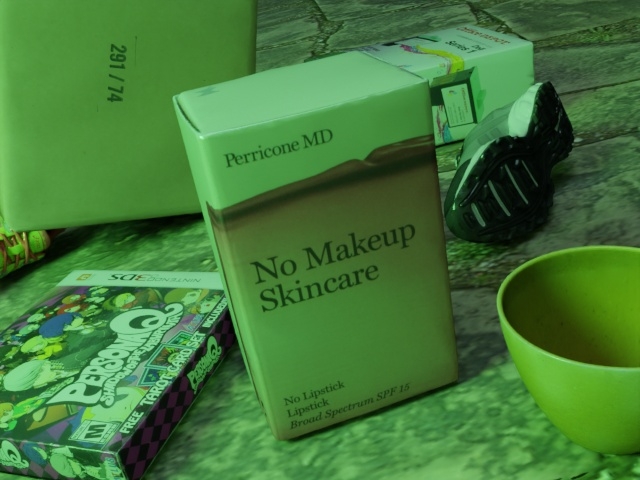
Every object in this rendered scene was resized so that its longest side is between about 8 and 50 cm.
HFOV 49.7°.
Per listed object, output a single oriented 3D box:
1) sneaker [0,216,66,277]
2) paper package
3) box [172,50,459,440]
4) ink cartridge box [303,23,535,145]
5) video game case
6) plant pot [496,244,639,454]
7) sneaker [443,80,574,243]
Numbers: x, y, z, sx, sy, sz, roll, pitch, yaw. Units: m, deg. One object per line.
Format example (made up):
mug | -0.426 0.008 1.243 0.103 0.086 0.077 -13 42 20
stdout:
sneaker | -0.364 0.003 0.791 0.094 0.081 0.208 -3 27 10
paper package | -0.237 -0.196 0.799 0.310 0.324 0.168 -8 21 -34
box | 0.000 0.000 0.498 0.149 0.232 0.127 -17 27 -11
ink cartridge box | 0.138 -0.218 0.998 0.278 0.117 0.201 -15 27 -9
video game case | -0.189 0.099 0.584 0.210 0.041 0.232 0 29 22
plant pot | 0.183 0.076 0.436 0.134 0.095 0.134 -9 27 5
sneaker | 0.193 -0.076 0.751 0.108 0.100 0.271 -20 19 42
